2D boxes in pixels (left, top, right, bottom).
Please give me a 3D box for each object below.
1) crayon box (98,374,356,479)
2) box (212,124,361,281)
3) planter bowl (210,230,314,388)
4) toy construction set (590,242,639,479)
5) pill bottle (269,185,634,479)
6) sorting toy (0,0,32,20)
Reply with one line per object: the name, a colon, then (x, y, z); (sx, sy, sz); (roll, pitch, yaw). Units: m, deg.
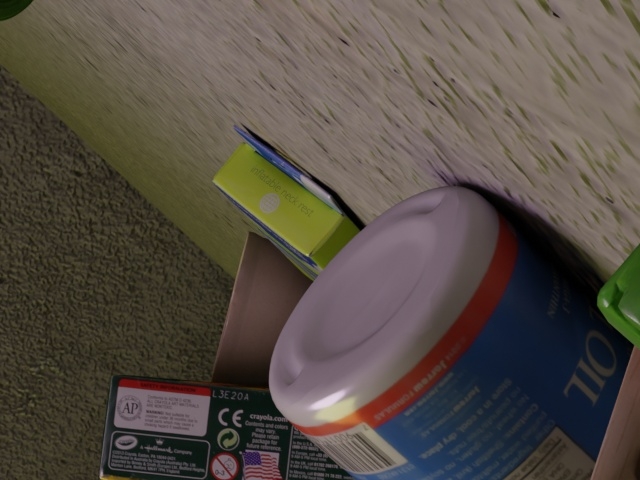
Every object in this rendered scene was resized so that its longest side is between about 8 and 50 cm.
crayon box: (-0.004, 0.204, 1.556); (0.363, 0.106, 0.313); (6, 172, 4)
box: (0.000, 0.000, 1.105); (0.109, 0.042, 0.178); (37, 175, 37)
planter bowl: (-0.040, 0.082, 1.616); (0.109, 0.162, 0.162); (14, 177, -4)
toy construction set: (0.121, 0.159, 0.428); (0.257, 0.237, 0.309); (40, 176, 9)
pill bottle: (0.095, 0.090, 0.690); (0.221, 0.124, 0.124); (42, 175, -20)
sorting toy: (-0.179, -0.170, 0.866); (0.042, 0.061, 0.102); (39, 152, 26)
